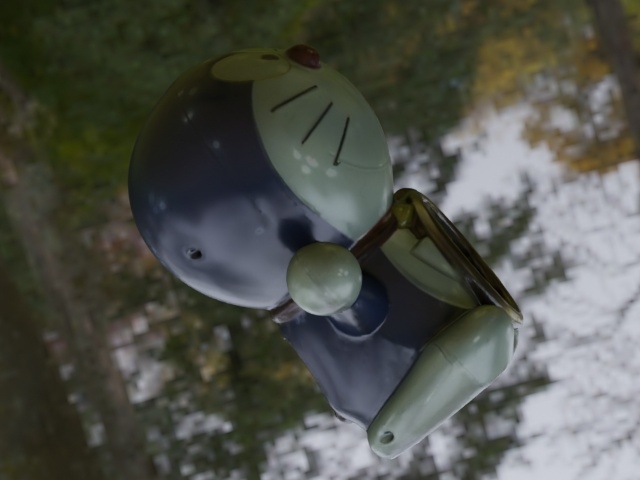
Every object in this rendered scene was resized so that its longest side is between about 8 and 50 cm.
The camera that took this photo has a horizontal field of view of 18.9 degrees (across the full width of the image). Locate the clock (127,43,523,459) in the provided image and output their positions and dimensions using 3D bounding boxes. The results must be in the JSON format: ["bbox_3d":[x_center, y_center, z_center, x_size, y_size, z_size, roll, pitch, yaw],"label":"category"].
[{"bbox_3d":[0.000,0.000,1.080,0.146,0.243,0.199,-43,-179,13],"label":"clock"}]
